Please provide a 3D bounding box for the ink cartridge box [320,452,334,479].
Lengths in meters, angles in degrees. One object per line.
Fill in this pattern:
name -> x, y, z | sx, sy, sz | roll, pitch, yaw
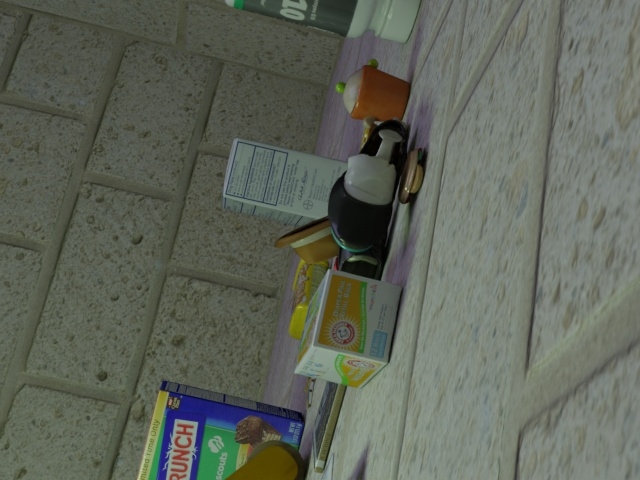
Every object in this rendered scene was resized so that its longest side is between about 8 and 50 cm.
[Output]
ink cartridge box -> 0.001, 0.417, 1.397 | 0.206, 0.045, 0.208 | 109, 172, -51

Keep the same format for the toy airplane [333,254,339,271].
toy airplane -> 0.034, 0.081, 2.131 | 0.151, 0.028, 0.151 | 12, -90, -88

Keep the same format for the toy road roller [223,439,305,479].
toy road roller -> -0.132, 0.561, 2.004 | 0.329, 0.240, 0.202 | -38, -12, -22

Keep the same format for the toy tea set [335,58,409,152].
toy tea set -> 0.067, -0.159, 1.811 | 0.336, 0.124, 0.200 | -82, 7, -54

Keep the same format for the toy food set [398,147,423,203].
toy food set -> 0.129, -0.091, 1.505 | 0.083, 0.020, 0.082 | 109, 174, -54

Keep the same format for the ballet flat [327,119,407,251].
ballet flat -> 0.073, -0.096, 1.554 | 0.280, 0.095, 0.096 | -70, -3, -55

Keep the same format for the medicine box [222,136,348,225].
medicine box -> -0.084, -0.128, 2.559 | 0.263, 0.289, 0.149 | 142, 141, -83

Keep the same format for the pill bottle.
pill bottle -> 0.011, -0.507, 2.050 | 0.204, 0.361, 0.204 | -167, 90, -86

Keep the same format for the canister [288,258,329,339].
canister -> -0.027, 0.133, 2.476 | 0.170, 0.073, 0.126 | -84, 8, -48

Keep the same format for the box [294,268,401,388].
box -> 0.035, 0.127, 1.483 | 0.203, 0.103, 0.114 | 115, 168, -70

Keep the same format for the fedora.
fedora -> 0.000, 0.000, 2.205 | 0.194, 0.194, 0.079 | -136, 23, -85

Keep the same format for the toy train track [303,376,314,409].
toy train track -> -0.022, 0.317, 2.230 | 0.048, 0.014, 0.083 | 118, 161, -44

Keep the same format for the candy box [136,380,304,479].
candy box -> -0.219, 0.467, 2.265 | 0.122, 0.317, 0.268 | -174, 98, -86

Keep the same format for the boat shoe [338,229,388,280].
boat shoe -> 0.065, 0.022, 1.638 | 0.073, 0.080, 0.223 | -127, 45, -77

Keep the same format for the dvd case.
dvd case -> 0.021, 0.262, 1.814 | 0.164, 0.018, 0.221 | -98, 22, -78
